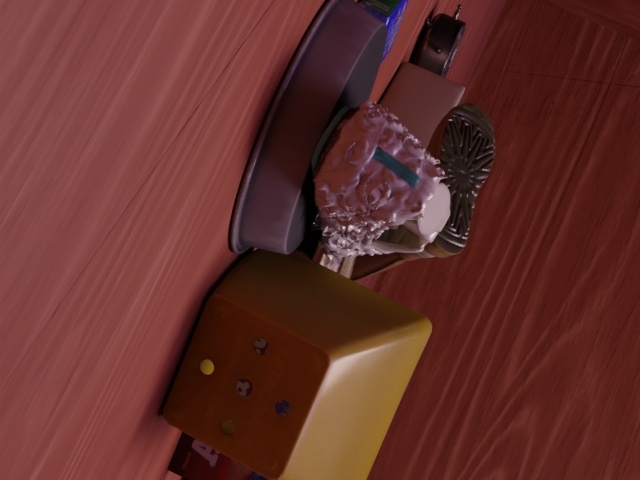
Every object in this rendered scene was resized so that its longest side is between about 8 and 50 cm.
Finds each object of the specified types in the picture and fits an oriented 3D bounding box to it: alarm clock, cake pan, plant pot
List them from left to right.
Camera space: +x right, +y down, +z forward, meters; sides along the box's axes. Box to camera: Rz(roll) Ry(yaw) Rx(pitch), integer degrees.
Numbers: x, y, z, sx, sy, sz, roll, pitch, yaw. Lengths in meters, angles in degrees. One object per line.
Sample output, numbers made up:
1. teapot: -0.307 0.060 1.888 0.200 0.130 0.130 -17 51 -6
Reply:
1. plant pot: -0.042 0.139 1.451 0.212 0.212 0.187 -67 161 10
2. cake pan: -0.006 -0.112 1.418 0.293 0.054 0.293 23 90 -84
3. alarm clock: 0.190 -0.302 2.348 0.192 0.064 0.129 99 15 -59

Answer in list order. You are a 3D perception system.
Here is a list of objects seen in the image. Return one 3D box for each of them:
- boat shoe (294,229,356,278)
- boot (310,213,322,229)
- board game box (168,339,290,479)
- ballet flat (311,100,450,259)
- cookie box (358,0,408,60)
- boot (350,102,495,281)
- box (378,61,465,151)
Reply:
1. boat shoe: 0.000 0.000 1.836 0.285 0.089 0.104 -63 -160 -4
2. boot: 0.005 -0.070 1.740 0.099 0.045 0.121 65 50 -78
3. board game box: -0.057 0.167 1.612 0.027 0.145 0.281 -16 130 -79
4. ballet flat: 0.066 -0.038 1.442 0.409 0.147 0.147 50 64 -84
5. cookie box: 0.062 -0.239 1.577 0.107 0.040 0.092 -58 170 -55
6. boot: 0.098 -0.057 1.905 0.269 0.089 0.236 -16 -134 51
7. box: 0.122 -0.150 2.130 0.275 0.113 0.094 -58 171 -46
